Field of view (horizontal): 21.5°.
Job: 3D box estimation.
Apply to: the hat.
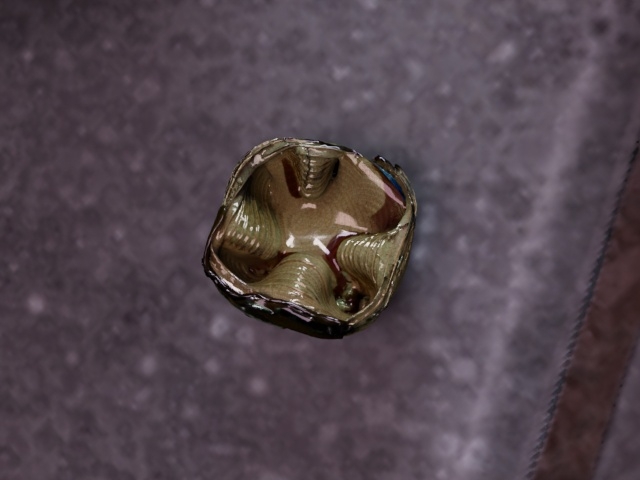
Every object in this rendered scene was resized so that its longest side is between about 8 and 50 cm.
[{"bbox_3d":[0.000,0.001,0.676,0.077,0.059,0.076,18,86,13],"label":"hat"}]
